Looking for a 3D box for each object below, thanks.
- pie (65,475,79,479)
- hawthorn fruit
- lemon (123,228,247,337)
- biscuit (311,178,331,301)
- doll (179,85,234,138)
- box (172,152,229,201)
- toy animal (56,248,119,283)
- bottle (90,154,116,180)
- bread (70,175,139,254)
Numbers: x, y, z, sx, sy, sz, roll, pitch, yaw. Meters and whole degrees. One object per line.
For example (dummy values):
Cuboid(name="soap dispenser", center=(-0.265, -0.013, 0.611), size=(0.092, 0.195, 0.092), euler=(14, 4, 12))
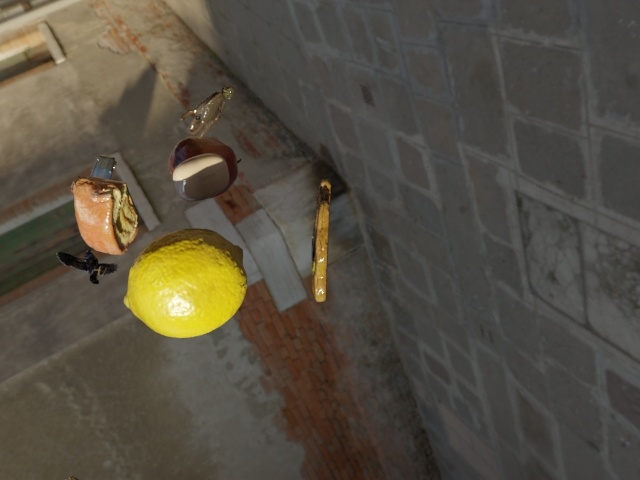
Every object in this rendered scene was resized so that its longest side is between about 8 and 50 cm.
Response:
Cuboid(name="pie", center=(-0.882, 1.009, 2.209), size=(0.274, 0.055, 0.274), euler=(27, 148, 18))
Cuboid(name="hawthorn fruit", center=(-0.436, -0.297, 2.244), size=(0.254, 0.300, 0.254), euler=(23, 125, 36))
Cuboid(name="lemon", center=(-0.378, 0.123, 1.639), size=(0.336, 0.336, 0.336), euler=(55, 165, 22))
Cuboid(name="biscuit", center=(0.000, 0.000, 1.351), size=(0.208, 0.041, 0.290), euler=(-62, -25, -89))
Cuboid(name="doll", center=(-0.287, -0.341, 1.489), size=(0.057, 0.165, 0.139), euler=(49, -175, -1))
Cuboid(name="box", center=(-0.392, -0.208, 1.879), size=(0.088, 0.200, 0.145), euler=(14, 123, 41))
Cuboid(name="toy animal", center=(-0.671, 0.075, 1.674), size=(0.108, 0.062, 0.220), euler=(39, -172, 28))
Cuboid(name="bottle", center=(-0.815, -0.195, 2.092), size=(0.072, 0.082, 0.244), euler=(25, 100, 50))
Cuboid(name="bread", center=(-0.578, -0.074, 1.535), size=(0.244, 0.123, 0.190), euler=(90, -170, -61))
